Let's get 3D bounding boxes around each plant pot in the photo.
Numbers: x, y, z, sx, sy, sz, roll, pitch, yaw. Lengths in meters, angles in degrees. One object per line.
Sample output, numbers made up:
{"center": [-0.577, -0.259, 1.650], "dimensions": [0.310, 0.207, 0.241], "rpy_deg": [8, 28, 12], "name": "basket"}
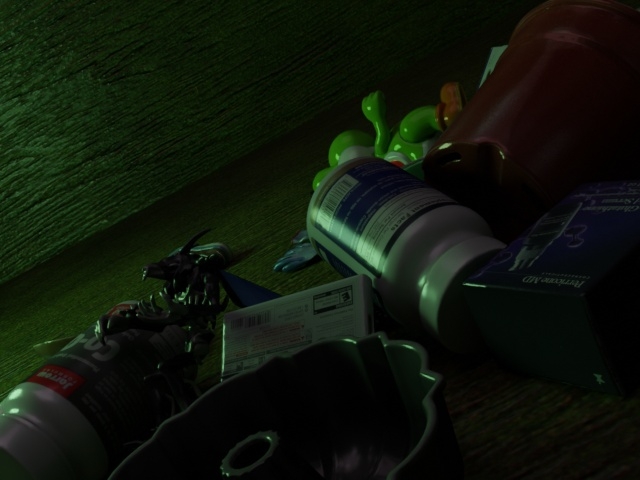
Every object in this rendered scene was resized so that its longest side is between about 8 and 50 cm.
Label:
{"center": [-0.367, 0.177, 1.314], "dimensions": [0.236, 0.032, 0.236], "rpy_deg": [-10, -8, -1], "name": "plant pot"}
{"center": [0.281, -0.119, 0.963], "dimensions": [0.265, 0.272, 0.272], "rpy_deg": [-44, 21, -25], "name": "plant pot"}

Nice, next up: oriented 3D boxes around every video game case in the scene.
{"center": [-0.028, 0.145, 0.836], "dimensions": [0.201, 0.023, 0.183], "rpy_deg": [-18, 58, 30], "name": "video game case"}

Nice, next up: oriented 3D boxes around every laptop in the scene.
{"center": [0.008, 0.049, 1.066], "dimensions": [0.264, 0.137, 0.234], "rpy_deg": [-30, 17, -9], "name": "laptop"}

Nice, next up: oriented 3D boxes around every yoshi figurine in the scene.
{"center": [0.145, -0.198, 1.558], "dimensions": [0.362, 0.204, 0.203], "rpy_deg": [-23, 0, 24], "name": "yoshi figurine"}

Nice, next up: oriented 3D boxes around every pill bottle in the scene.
{"center": [0.107, 0.012, 0.891], "dimensions": [0.153, 0.153, 0.264], "rpy_deg": [-32, 37, -14], "name": "pill bottle"}
{"center": [-0.304, 0.217, 1.005], "dimensions": [0.161, 0.161, 0.283], "rpy_deg": [-15, 20, 37], "name": "pill bottle"}

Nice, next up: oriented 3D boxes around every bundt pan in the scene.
{"center": [-0.028, 0.218, 0.621], "dimensions": [0.331, 0.124, 0.331], "rpy_deg": [-26, 15, 8], "name": "bundt pan"}

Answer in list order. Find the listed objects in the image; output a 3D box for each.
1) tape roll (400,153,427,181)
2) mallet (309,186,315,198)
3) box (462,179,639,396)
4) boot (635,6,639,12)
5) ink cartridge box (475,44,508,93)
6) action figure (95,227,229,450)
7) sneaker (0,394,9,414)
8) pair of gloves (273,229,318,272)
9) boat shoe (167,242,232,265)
{"center": [0.187, -0.104, 1.242], "dimensions": [0.321, 0.077, 0.321], "rpy_deg": [-25, 4, 2], "name": "tape roll"}
{"center": [-0.008, -0.111, 1.786], "dimensions": [0.062, 0.039, 0.189], "rpy_deg": [-27, 11, -9], "name": "mallet"}
{"center": [0.269, 0.036, 0.734], "dimensions": [0.207, 0.108, 0.153], "rpy_deg": [-35, 18, -26], "name": "box"}
{"center": [0.590, -0.302, 1.234], "dimensions": [0.377, 0.138, 0.284], "rpy_deg": [-11, 22, 31], "name": "boot"}
{"center": [0.400, -0.294, 1.467], "dimensions": [0.332, 0.065, 0.165], "rpy_deg": [-140, 67, -71], "name": "ink cartridge box"}
{"center": [-0.188, 0.108, 0.942], "dimensions": [0.164, 0.141, 0.276], "rpy_deg": [-35, 50, 46], "name": "action figure"}
{"center": [-0.423, 0.255, 1.208], "dimensions": [0.228, 0.087, 0.092], "rpy_deg": [-36, 10, -28], "name": "sneaker"}
{"center": [0.000, 0.000, 1.444], "dimensions": [0.159, 0.023, 0.198], "rpy_deg": [-16, 20, 29], "name": "pair of gloves"}
{"center": [-0.282, 0.050, 1.667], "dimensions": [0.183, 0.066, 0.066], "rpy_deg": [-18, 20, 31], "name": "boat shoe"}
